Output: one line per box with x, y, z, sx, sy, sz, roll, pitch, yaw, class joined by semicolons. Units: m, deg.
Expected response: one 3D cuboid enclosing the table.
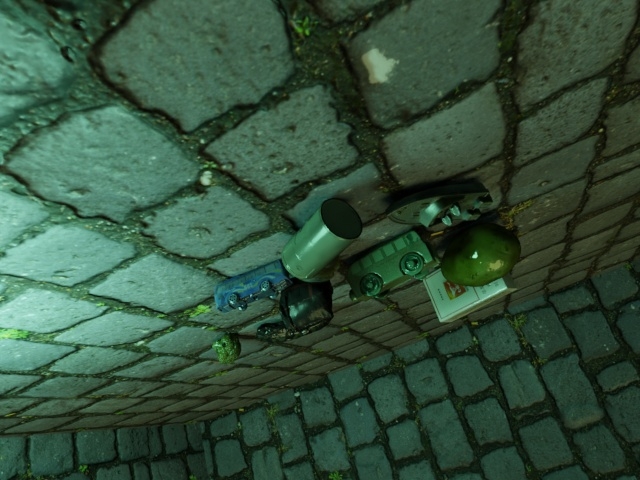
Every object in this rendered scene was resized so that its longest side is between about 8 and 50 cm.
0.000;0.000;1.193;0.126;0.126;0.220;0;150;-34;table

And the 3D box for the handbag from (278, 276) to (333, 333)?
-0.041;0.191;1.479;0.169;0.155;0.215;-21;-162;7;handbag

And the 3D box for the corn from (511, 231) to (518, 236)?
0.755;-0.007;1.790;0.037;0.037;0.092;-18;154;0;corn

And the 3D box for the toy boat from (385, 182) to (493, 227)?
0.321;-0.090;1.262;0.320;0.092;0.141;-7;151;-21;toy boat

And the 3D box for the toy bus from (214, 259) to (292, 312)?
-0.208;0.144;1.389;0.237;0.094;0.079;-22;149;5;toy bus

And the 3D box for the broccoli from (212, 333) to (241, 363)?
-0.389;0.450;1.887;0.120;0.130;0.131;15;176;13;broccoli

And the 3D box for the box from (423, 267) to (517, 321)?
0.600;0.176;1.858;0.095;0.210;0.330;9;143;-43;box

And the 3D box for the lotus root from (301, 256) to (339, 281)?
-0.024;0.077;1.383;0.192;0.088;0.113;6;130;-40;lotus root

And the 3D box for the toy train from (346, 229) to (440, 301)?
0.228;0.092;1.504;0.326;0.159;0.129;-30;155;17;toy train

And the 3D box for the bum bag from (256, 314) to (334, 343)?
-0.105;0.370;1.926;0.341;0.095;0.144;-16;140;-7;bum bag

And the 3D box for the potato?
0.556;0.055;1.593;0.216;0.215;0.304;-8;163;-20;potato
